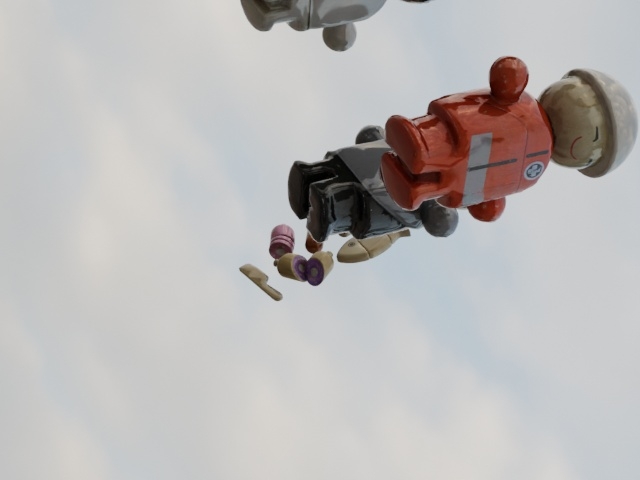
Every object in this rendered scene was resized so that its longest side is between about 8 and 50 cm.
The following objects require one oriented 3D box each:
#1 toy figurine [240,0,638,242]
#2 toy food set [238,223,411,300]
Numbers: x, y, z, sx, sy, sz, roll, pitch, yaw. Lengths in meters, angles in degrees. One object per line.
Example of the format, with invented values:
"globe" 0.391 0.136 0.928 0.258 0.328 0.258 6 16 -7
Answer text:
"toy figurine" 0.064 -0.108 1.084 0.209 0.148 0.213 -28 -104 67
"toy food set" 0.000 0.000 1.492 0.078 0.122 0.019 38 -31 46
